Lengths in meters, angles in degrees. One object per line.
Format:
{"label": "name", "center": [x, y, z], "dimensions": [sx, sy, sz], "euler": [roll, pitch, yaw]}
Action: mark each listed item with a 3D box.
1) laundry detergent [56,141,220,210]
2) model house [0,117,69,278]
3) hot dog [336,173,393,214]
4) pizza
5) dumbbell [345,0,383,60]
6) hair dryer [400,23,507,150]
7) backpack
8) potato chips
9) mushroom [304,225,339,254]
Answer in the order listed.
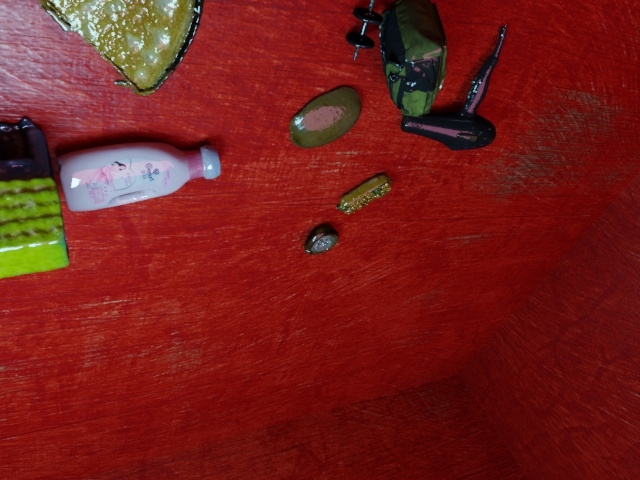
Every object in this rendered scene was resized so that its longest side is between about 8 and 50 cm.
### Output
{"label": "laundry detergent", "center": [-0.393, -0.151, 1.145], "dimensions": [0.335, 0.087, 0.159], "euler": [-13, 145, -24]}
{"label": "model house", "center": [-0.610, -0.045, 0.951], "dimensions": [0.237, 0.303, 0.215], "euler": [-10, 146, -27]}
{"label": "hot dog", "center": [0.135, -0.137, 1.563], "dimensions": [0.188, 0.055, 0.072], "euler": [-33, 145, 1]}
{"label": "pizza", "center": [-0.355, -0.375, 0.919], "dimensions": [0.288, 0.074, 0.251], "euler": [-9, 138, -26]}
{"label": "dumbbell", "center": [0.096, -0.467, 1.133], "dimensions": [0.069, 0.069, 0.147], "euler": [-8, 138, -28]}
{"label": "hair dryer", "center": [0.400, -0.422, 1.414], "dimensions": [0.304, 0.120, 0.359], "euler": [7, 121, -22]}
{"label": "backpack", "center": [0.207, -0.407, 1.178], "dimensions": [0.140, 0.207, 0.253], "euler": [-6, 152, 3]}
{"label": "potato chips", "center": [0.017, -0.298, 1.297], "dimensions": [0.202, 0.049, 0.150], "euler": [-23, 138, -1]}
{"label": "mushroom", "center": [0.000, 0.000, 1.632], "dimensions": [0.123, 0.052, 0.123], "euler": [-18, 149, -11]}
